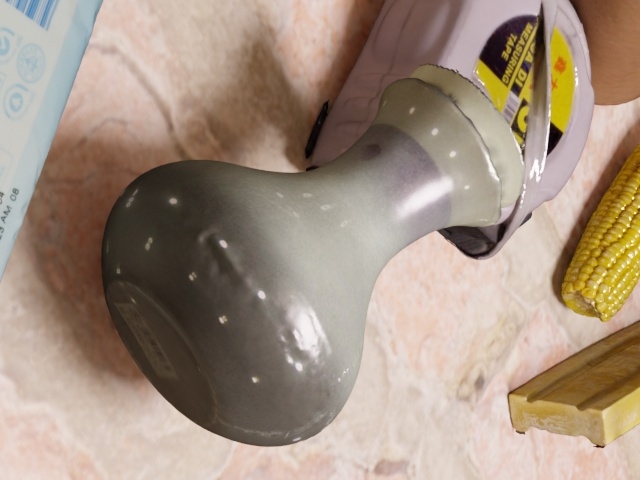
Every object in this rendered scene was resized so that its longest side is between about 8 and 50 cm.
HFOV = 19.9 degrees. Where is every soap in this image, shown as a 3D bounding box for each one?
[{"bbox_3d":[0.264,0.111,1.534,0.252,0.092,0.037,-22,113,-47],"label":"soap"}]

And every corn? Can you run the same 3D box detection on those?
[{"bbox_3d":[0.265,-0.017,1.543,0.206,0.067,0.067,-56,132,-28],"label":"corn"}]

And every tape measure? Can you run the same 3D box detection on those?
[{"bbox_3d":[0.111,-0.103,1.303,0.197,0.120,0.236,37,70,-39],"label":"tape measure"}]

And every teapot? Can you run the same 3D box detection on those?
[{"bbox_3d":[0.000,0.000,1.102,0.251,0.183,0.183,-35,121,-26],"label":"teapot"}]

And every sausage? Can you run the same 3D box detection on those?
[{"bbox_3d":[0.236,-0.187,1.369,0.253,0.123,0.123,103,5,-74],"label":"sausage"}]

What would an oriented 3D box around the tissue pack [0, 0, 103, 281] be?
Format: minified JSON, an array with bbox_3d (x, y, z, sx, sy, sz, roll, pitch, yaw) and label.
[{"bbox_3d":[-0.216,-0.084,0.935,0.177,0.089,0.263,32,71,-46],"label":"tissue pack"}]
